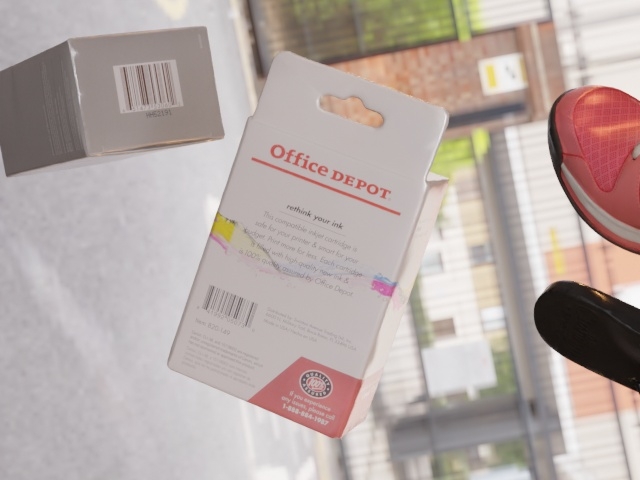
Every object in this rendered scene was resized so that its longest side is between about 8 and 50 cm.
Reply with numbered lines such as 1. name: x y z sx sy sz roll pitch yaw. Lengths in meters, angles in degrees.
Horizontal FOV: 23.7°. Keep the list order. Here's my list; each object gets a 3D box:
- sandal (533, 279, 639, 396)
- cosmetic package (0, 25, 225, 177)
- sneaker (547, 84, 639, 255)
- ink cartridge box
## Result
1. sandal: 0.179 0.075 0.727 0.040 0.179 0.067 -51 153 -36
2. cosmetic package: -0.189 -0.116 1.305 0.238 0.127 0.107 -9 -89 64
3. sneaker: 0.300 -0.030 1.127 0.314 0.116 0.136 48 -33 25
4. ink cartridge box: 0.000 0.000 0.891 0.067 0.115 0.198 -14 125 -74
